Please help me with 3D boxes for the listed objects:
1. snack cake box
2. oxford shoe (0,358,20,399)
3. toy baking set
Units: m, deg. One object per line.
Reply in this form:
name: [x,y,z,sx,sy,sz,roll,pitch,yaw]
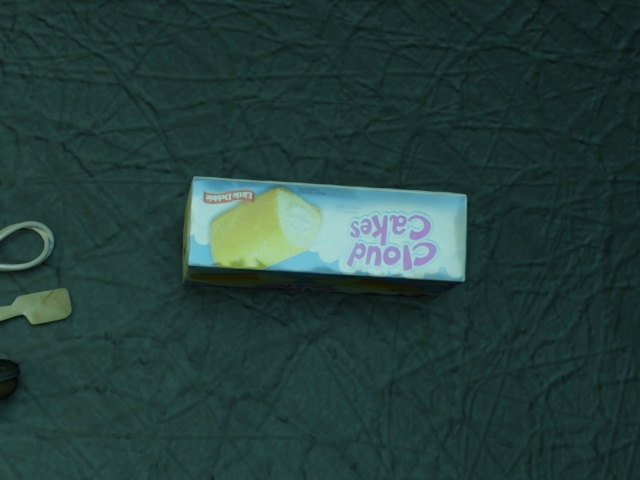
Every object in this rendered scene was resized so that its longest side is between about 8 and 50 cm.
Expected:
snack cake box: [0.000,0.000,1.769,0.264,0.152,0.089,3,80,-6]
oxford shoe: [-0.386,0.182,1.738,0.227,0.083,0.096,-24,103,-10]
toy baking set: [-0.370,0.012,1.768,0.197,0.030,0.256,-42,89,-23]
